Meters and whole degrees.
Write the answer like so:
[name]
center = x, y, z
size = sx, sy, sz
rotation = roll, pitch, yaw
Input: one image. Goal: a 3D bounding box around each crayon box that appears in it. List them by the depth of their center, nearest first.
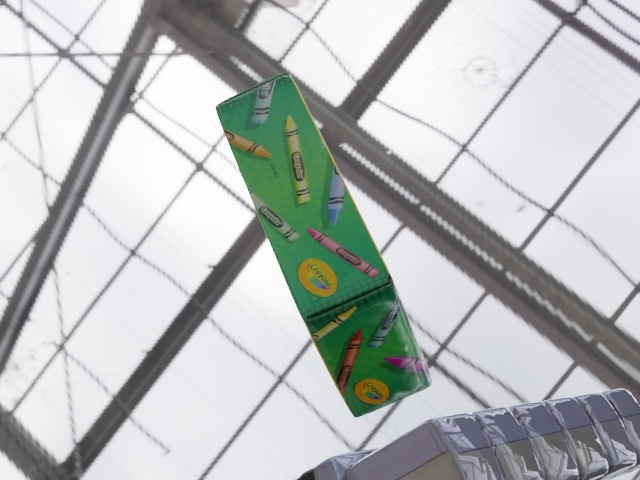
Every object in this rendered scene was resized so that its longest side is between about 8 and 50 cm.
[crayon box]
center = 0.000, 0.000, 0.997
size = 0.081, 0.165, 0.278
rotation = -24, -130, 0

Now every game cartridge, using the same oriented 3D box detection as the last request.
[game cartridge]
center = 0.000, 0.188, 0.642
size = 0.355, 0.230, 0.068
rotation = -37, -119, 30
